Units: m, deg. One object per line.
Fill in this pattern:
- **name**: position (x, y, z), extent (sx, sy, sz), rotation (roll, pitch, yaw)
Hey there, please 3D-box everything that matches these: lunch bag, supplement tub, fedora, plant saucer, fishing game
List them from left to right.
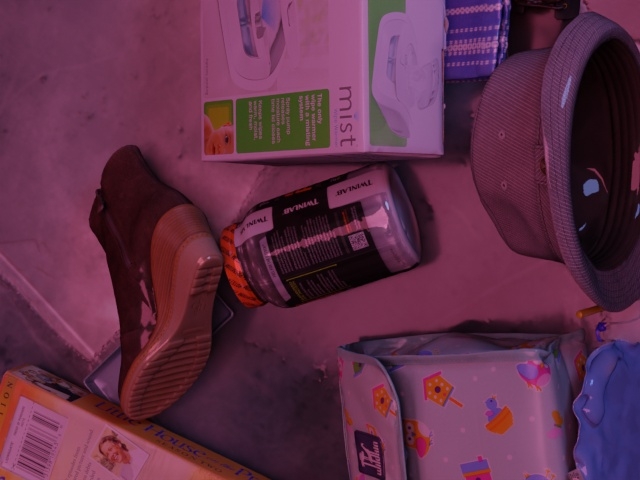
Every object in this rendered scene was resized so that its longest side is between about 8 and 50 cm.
- **plant saucer**: position (-0.181, 0.121, 1.344), extent (0.192, 0.018, 0.067), rotation (-43, 81, 12)
- **supplement tub**: position (0.000, 0.000, 1.240), extent (0.190, 0.117, 0.117), rotation (-18, 87, 14)
- **lunch bag**: position (0.134, 0.205, 1.192), extent (0.262, 0.160, 0.223), rotation (-5, 95, 31)
- **fedora**: position (0.226, -0.073, 1.133), extent (0.124, 0.243, 0.275), rotation (2, 113, 36)
- **fishing game**: position (0.287, 0.185, 1.146), extent (0.041, 0.189, 0.264), rotation (-7, 96, 44)

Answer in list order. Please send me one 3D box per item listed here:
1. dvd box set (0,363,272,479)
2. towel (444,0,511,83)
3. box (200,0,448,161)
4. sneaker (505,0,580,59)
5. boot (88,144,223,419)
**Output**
- **dvd box set**: position (-0.208, 0.360, 1.329), extent (0.420, 0.062, 0.308), rotation (22, 101, 14)
- **towel**: position (0.089, -0.325, 1.199), extent (0.243, 0.040, 0.336), rotation (5, 94, 41)
- **box**: position (0.001, -0.208, 1.187), extent (0.231, 0.126, 0.262), rotation (2, 93, 44)
- **sneaker**: position (0.213, -0.250, 1.173), extent (0.083, 0.118, 0.222), rotation (9, 94, 15)
- **boot**: position (-0.196, 0.046, 1.308), extent (0.207, 0.090, 0.248), rotation (46, 123, 38)
